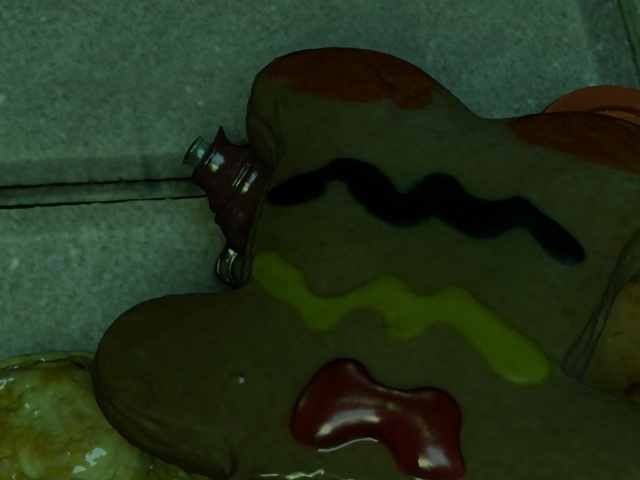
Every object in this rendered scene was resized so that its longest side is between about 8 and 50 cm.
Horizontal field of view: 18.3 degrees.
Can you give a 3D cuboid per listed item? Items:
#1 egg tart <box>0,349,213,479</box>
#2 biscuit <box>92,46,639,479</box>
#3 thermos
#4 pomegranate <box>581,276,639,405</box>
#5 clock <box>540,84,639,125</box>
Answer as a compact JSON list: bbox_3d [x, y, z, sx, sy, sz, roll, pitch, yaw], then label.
[{"bbox_3d":[-0.166,0.155,1.250,0.241,0.106,0.241,1,49,-1],"label":"egg tart"},{"bbox_3d":[0.078,0.030,1.266,0.368,0.076,0.394,16,46,12],"label":"biscuit"},{"bbox_3d":[0.000,0.001,1.433,0.232,0.099,0.124,32,92,-8],"label":"thermos"},{"bbox_3d":[0.260,0.100,1.422,0.248,0.248,0.248,9,65,-21],"label":"pomegranate"},{"bbox_3d":[0.247,-0.029,1.577,0.205,0.051,0.205,10,64,-21],"label":"clock"}]
